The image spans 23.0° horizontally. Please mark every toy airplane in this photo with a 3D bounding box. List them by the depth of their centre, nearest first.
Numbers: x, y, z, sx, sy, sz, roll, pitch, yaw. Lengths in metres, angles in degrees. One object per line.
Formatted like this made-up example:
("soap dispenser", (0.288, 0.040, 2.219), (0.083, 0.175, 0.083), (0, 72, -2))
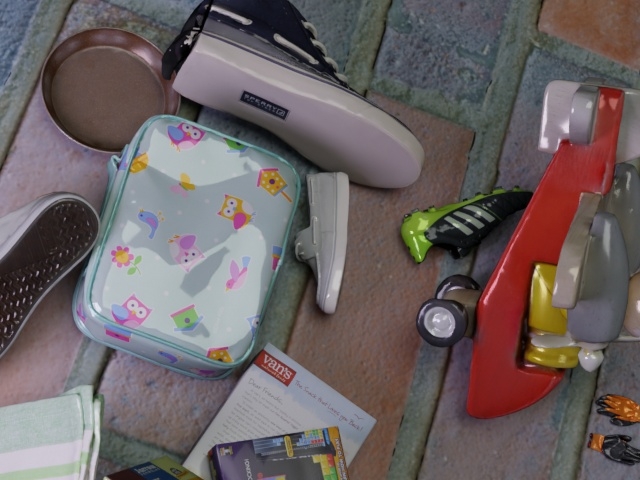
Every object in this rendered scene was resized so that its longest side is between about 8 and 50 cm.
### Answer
("toy airplane", (0.311, 0.005, 1.787), (0.272, 0.384, 0.386), (30, 62, 8))

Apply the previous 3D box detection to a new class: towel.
("towel", (-0.316, 0.315, 1.564), (0.038, 0.248, 0.325), (26, 60, -39))

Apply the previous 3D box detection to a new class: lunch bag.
("lunch bag", (-0.156, 0.003, 1.797), (0.224, 0.108, 0.279), (19, 68, -9))

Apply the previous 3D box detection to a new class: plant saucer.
("plant saucer", (-0.253, -0.176, 1.888), (0.168, 0.029, 0.168), (6, 67, -15))

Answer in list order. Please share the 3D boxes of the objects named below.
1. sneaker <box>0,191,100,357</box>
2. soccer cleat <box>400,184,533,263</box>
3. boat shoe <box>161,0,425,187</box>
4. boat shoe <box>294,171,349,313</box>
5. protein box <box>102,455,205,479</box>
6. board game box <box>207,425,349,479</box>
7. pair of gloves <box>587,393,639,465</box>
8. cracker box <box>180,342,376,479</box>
("sneaker", (-0.365, 0.056, 1.738), (0.290, 0.123, 0.106), (-40, 110, -7))
("soccer cleat", (0.185, -0.019, 1.944), (0.179, 0.060, 0.072), (-16, 84, -15))
("boat shoe", (-0.013, -0.201, 1.919), (0.340, 0.127, 0.158), (27, 52, -11))
("boat shoe", (0.000, 0.000, 1.876), (0.063, 0.066, 0.184), (3, 70, 0))
("protein box", (-0.142, 0.357, 1.568), (0.201, 0.136, 0.200), (29, 102, 18))
("board game box", (-0.035, 0.293, 1.681), (0.141, 0.048, 0.170), (-7, 74, -22))
("pair of gloves", (0.366, 0.230, 1.920), (0.074, 0.010, 0.083), (20, 65, -8))
("cracker box", (-0.064, 0.252, 1.751), (0.155, 0.067, 0.232), (36, 64, -2))
